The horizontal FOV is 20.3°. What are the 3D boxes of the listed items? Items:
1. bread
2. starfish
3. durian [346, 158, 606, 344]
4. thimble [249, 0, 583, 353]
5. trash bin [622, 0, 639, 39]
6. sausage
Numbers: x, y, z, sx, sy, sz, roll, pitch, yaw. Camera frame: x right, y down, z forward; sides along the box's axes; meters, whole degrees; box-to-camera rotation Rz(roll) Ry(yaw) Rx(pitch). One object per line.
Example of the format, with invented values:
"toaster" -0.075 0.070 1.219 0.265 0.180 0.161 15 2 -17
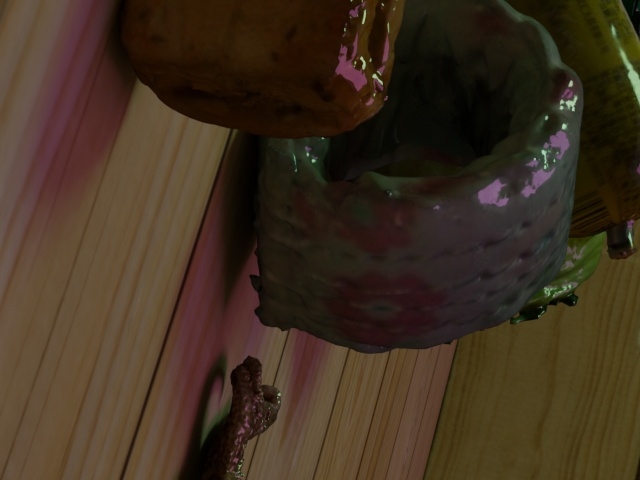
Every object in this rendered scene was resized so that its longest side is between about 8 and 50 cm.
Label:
"bread" -0.006 -0.146 0.727 0.083 0.114 0.211 39 64 -63
"starfish" -0.051 0.152 1.053 0.210 0.053 0.150 -67 176 -59
"durian" 0.117 -0.052 1.367 0.256 0.204 0.340 -55 159 -38
"thimble" 0.047 -0.038 1.030 0.211 0.185 0.149 -34 147 -26
"trash bin" 0.242 -0.296 1.718 0.381 0.259 0.295 -54 156 -53
"sausage" 0.131 -0.148 1.166 0.123 0.123 0.347 6 60 -81
